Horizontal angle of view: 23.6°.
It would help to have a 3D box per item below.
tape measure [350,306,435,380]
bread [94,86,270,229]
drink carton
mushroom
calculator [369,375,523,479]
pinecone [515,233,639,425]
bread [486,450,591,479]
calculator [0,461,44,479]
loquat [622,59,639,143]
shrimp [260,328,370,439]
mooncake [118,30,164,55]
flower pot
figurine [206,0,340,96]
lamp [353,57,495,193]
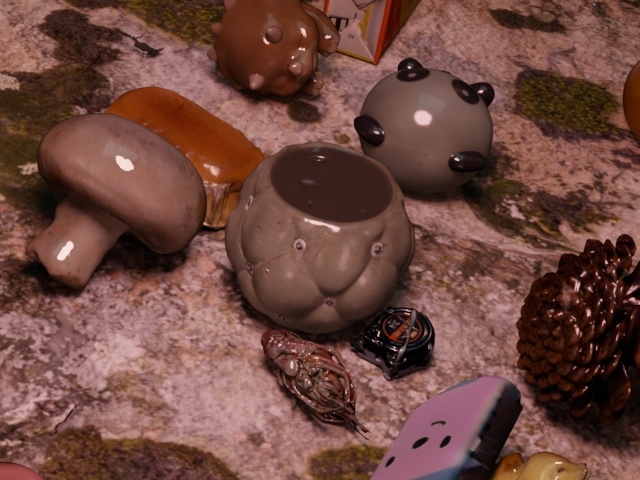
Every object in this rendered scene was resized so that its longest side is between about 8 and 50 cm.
[{"bbox_3d":[0.100,0.128,1.948,0.094,0.054,0.091,-32,58,-32],"label":"tape measure"},{"bbox_3d":[-0.192,-0.124,2.133,0.241,0.107,0.136,34,42,23],"label":"bread"},{"bbox_3d":[0.115,-0.451,2.553,0.111,0.154,0.351,21,41,11],"label":"drink carton"},{"bbox_3d":[-0.274,-0.041,1.964,0.243,0.243,0.243,7,40,-6],"label":"mushroom"},{"bbox_3d":[0.127,0.257,1.735,0.051,0.173,0.293,54,41,-14],"label":"calculator"},{"bbox_3d":[0.395,0.126,1.908,0.292,0.246,0.246,18,37,-18],"label":"pinecone"},{"bbox_3d":[0.200,0.350,1.638,0.251,0.174,0.133,-48,110,-31],"label":"bread"},{"bbox_3d":[-0.390,0.331,1.498,0.329,0.048,0.220,-9,83,-32],"label":"calculator"},{"bbox_3d":[0.570,-0.199,2.362,0.179,0.179,0.227,-16,43,-29],"label":"loquat"},{"bbox_3d":[-0.003,0.173,1.861,0.190,0.075,0.073,49,19,24],"label":"shrimp"},{"bbox_3d":[-0.316,-0.222,2.256,0.150,0.057,0.347,31,43,15],"label":"mooncake"},{"bbox_3d":[0.000,0.000,1.964,0.246,0.195,0.246,6,41,-5],"label":"flower pot"},{"bbox_3d":[-0.092,-0.318,2.332,0.173,0.177,0.247,5,48,-37],"label":"figurine"},{"bbox_3d":[0.159,-0.172,2.226,0.197,0.198,0.244,17,31,7],"label":"lamp"}]
